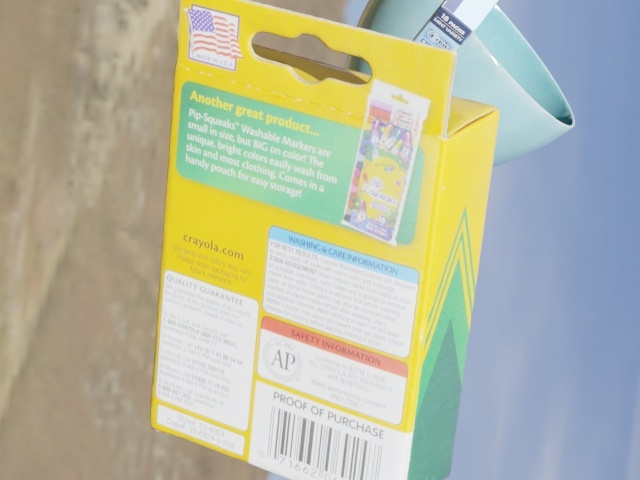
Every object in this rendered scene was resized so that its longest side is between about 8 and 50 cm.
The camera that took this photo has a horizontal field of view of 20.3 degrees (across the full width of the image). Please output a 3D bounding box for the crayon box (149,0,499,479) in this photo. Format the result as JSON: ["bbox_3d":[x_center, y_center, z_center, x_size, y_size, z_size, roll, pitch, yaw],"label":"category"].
[{"bbox_3d":[0.000,0.000,1.182,0.083,0.203,0.323,-30,132,-54],"label":"crayon box"}]

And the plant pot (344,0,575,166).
[{"bbox_3d":[0.140,-0.190,2.152,0.195,0.290,0.290,-40,-158,18],"label":"plant pot"}]

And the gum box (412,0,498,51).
[{"bbox_3d":[0.129,-0.211,1.705,0.157,0.041,0.184,-52,-179,-33],"label":"gum box"}]
